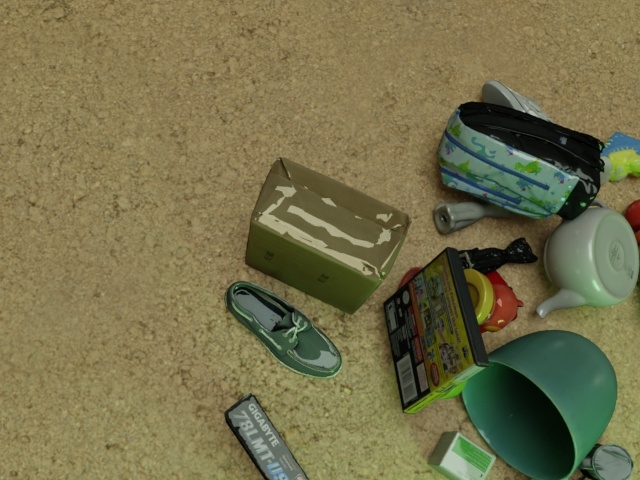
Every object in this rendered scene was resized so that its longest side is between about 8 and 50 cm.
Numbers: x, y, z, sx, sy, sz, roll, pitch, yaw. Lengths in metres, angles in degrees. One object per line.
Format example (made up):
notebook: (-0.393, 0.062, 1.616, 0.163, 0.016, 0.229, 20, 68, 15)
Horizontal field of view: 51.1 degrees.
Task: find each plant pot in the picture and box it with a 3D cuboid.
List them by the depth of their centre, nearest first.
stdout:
plant pot: (0.496, 0.330, 1.452, 0.235, 0.293, 0.293, -27, 77, -28)

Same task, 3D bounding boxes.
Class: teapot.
teapot: (0.630, 0.039, 1.617, 0.256, 0.187, 0.252, -13, 93, -37)

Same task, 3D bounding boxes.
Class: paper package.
paper package: (0.000, 0.000, 1.471, 0.310, 0.325, 0.168, 26, 71, 1)

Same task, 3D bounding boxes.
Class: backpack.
backpack: (0.463, -0.201, 1.622, 0.356, 0.273, 0.290, 31, 39, -4)

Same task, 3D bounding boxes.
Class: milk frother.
milk frother: (0.612, 0.524, 1.469, 0.129, 0.134, 0.143, -17, 72, 3)

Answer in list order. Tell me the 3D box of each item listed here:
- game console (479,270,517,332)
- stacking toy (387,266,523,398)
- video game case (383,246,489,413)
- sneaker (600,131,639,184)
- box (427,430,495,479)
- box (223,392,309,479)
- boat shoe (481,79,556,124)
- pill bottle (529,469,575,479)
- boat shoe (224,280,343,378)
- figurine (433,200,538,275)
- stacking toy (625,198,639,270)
game console: (0.390, 0.150, 1.633, 0.144, 0.085, 0.124, -19, 106, -12)
stacking toy: (0.291, 0.201, 1.482, 0.131, 0.309, 0.279, 13, 88, -27)
video game case: (0.233, 0.192, 1.416, 0.035, 0.248, 0.274, 14, 49, -27)
sneaker: (0.759, -0.220, 1.774, 0.240, 0.091, 0.126, -3, 54, -7)
box: (0.307, 0.482, 1.466, 0.101, 0.102, 0.087, 34, 73, 4)
box: (-0.084, 0.453, 1.328, 0.073, 0.293, 0.295, -34, 78, -14)
boat shoe: (0.539, -0.336, 1.780, 0.084, 0.095, 0.258, -43, 92, -22)
pill bottle: (0.548, 0.629, 1.418, 0.153, 0.153, 0.264, -40, 82, -17)
boat shoe: (-0.084, 0.201, 1.513, 0.320, 0.099, 0.116, 37, 71, 6)
figurine: (0.413, -0.019, 1.657, 0.210, 0.092, 0.214, -12, 69, -19)
stacking toy: (0.842, 0.048, 1.671, 0.141, 0.141, 0.330, -5, 65, -9)
